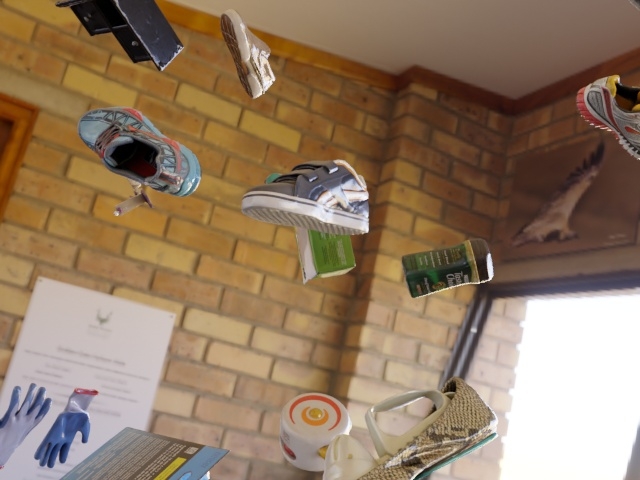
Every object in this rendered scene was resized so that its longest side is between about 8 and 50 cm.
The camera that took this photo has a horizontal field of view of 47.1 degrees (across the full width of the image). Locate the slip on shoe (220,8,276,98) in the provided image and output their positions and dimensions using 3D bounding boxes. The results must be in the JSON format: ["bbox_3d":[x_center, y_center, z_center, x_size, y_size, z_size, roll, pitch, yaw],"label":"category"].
[{"bbox_3d":[-0.081,-0.221,0.855,0.051,0.041,0.135,54,-10,30],"label":"slip on shoe"}]

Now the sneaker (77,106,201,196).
[{"bbox_3d":[-0.325,-0.164,1.236,0.262,0.104,0.125,27,10,23],"label":"sneaker"}]

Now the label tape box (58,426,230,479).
[{"bbox_3d":[-0.353,0.498,1.445,0.334,0.105,0.241,-1,25,40],"label":"label tape box"}]

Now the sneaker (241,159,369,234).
[{"bbox_3d":[-0.024,-0.088,1.328,0.126,0.127,0.321,-2,-7,34],"label":"sneaker"}]

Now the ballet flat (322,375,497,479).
[{"bbox_3d":[0.121,0.385,1.301,0.483,0.182,0.164,-26,-15,-37],"label":"ballet flat"}]

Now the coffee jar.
[{"bbox_3d":[0.269,0.058,1.550,0.185,0.079,0.096,-15,-44,9],"label":"coffee jar"}]

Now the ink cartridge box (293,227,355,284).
[{"bbox_3d":[0.000,0.000,1.822,0.097,0.188,0.255,-10,-8,-10],"label":"ink cartridge box"}]

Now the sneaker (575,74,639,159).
[{"bbox_3d":[0.575,-0.217,1.326,0.225,0.088,0.093,28,-27,-13],"label":"sneaker"}]

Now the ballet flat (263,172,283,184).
[{"bbox_3d":[-0.029,-0.084,1.644,0.222,0.077,0.079,24,-25,22],"label":"ballet flat"}]

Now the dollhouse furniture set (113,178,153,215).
[{"bbox_3d":[-0.434,-0.114,1.599,0.091,0.081,0.114,42,-22,56],"label":"dollhouse furniture set"}]

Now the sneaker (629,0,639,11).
[{"bbox_3d":[0.466,-0.396,1.068,0.212,0.094,0.080,56,-31,-3],"label":"sneaker"}]

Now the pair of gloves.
[{"bbox_3d":[-0.437,0.292,1.148,0.023,0.159,0.198,38,13,35],"label":"pair of gloves"}]

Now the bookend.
[{"bbox_3d":[-0.347,-0.373,1.270,0.157,0.072,0.156,7,-38,39],"label":"bookend"}]

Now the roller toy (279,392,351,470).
[{"bbox_3d":[-0.017,0.524,2.028,0.191,0.209,0.146,9,-58,8],"label":"roller toy"}]
